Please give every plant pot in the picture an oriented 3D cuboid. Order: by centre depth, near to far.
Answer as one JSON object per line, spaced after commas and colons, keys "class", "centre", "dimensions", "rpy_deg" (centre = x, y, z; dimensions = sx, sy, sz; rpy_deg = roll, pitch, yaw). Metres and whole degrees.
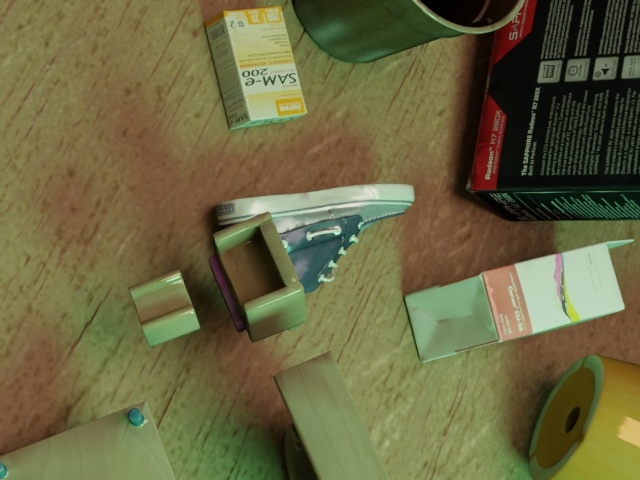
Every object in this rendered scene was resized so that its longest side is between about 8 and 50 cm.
{"class": "plant pot", "centre": [0.070, -0.237, 1.396], "dimensions": [0.167, 0.165, 0.167], "rpy_deg": [9, 73, -32]}
{"class": "plant pot", "centre": [0.302, 0.199, 1.444], "dimensions": [0.188, 0.205, 0.205], "rpy_deg": [27, 63, -11]}

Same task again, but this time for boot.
{"class": "boot", "centre": [0.000, 0.000, 1.356], "dimensions": [0.190, 0.069, 0.086], "rpy_deg": [-8, 90, -28]}

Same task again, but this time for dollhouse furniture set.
{"class": "dollhouse furniture set", "centre": [-0.120, 0.185, 1.216], "dimensions": [0.303, 0.198, 0.286], "rpy_deg": [-22, 72, -8]}

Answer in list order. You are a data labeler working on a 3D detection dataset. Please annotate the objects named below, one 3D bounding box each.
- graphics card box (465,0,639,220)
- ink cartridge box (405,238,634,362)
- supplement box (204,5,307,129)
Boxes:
{"class": "graphics card box", "centre": [0.329, -0.137, 1.422], "dimensions": [0.094, 0.371, 0.233], "rpy_deg": [33, 63, -50]}
{"class": "ink cartridge box", "centre": [0.191, 0.053, 1.439], "dimensions": [0.198, 0.115, 0.067], "rpy_deg": [-12, 84, -36]}
{"class": "supplement box", "centre": [-0.055, -0.149, 1.365], "dimensions": [0.062, 0.036, 0.098], "rpy_deg": [-12, 86, -36]}
